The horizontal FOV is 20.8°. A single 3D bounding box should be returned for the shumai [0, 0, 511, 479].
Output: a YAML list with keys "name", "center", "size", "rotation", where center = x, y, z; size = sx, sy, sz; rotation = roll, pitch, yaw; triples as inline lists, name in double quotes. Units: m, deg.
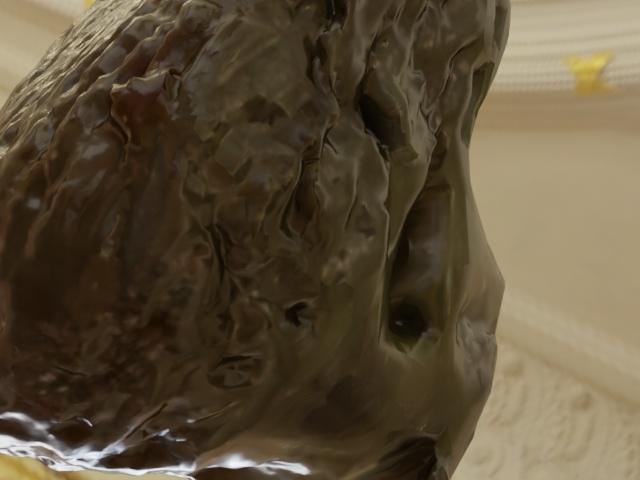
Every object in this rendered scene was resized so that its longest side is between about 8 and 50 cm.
- name: "shumai"
  center: [0.003, 0.002, 0.770]
  size: [0.283, 0.346, 0.217]
  rotation: [49, -25, -17]
